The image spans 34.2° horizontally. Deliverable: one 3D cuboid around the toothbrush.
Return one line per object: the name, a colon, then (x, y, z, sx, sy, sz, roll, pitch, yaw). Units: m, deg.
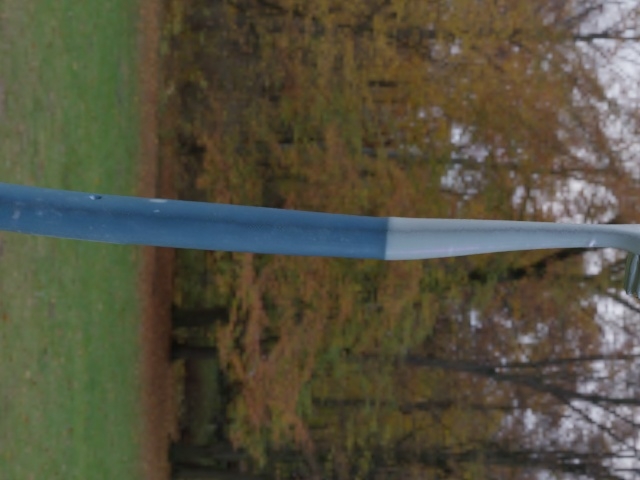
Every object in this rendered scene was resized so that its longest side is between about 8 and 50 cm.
toothbrush: (0.000, 0.000, 0.330, 0.019, 0.276, 0.025, -77, 171, -68)
